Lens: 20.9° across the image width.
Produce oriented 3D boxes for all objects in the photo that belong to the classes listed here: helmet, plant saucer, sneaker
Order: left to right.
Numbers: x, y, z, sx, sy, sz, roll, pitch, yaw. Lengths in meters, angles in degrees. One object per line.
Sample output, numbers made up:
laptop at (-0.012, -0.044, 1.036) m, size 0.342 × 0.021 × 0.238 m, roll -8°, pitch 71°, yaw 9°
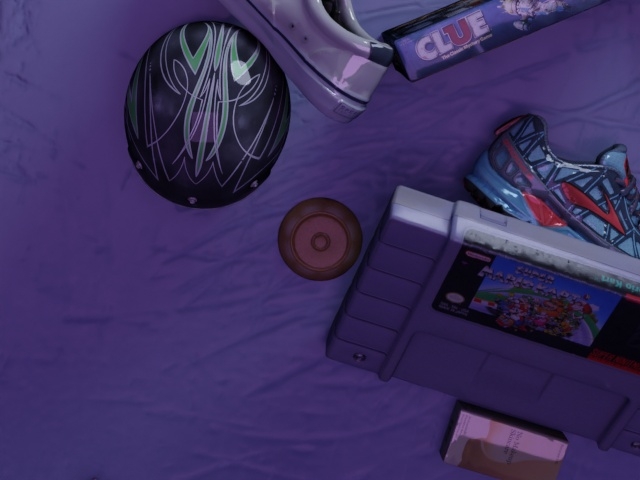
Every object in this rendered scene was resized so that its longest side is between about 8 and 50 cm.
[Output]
helmet at (-0.104, -0.117, 1.601) m, size 0.169 × 0.161 × 0.169 m, roll 0°, pitch 100°, yaw -2°
sneaker at (-0.024, -0.221, 1.583) m, size 0.091 × 0.094 × 0.258 m, roll -48°, pitch 68°, yaw 17°
plant saucer at (0.000, 0.000, 1.699) m, size 0.083 × 0.015 × 0.083 m, roll 0°, pitch 99°, yaw -2°
sneaker at (0.273, -0.029, 1.660) m, size 0.262 × 0.104 × 0.125 m, roll 32°, pitch 94°, yaw -8°

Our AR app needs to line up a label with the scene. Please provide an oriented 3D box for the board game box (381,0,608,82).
board game box at (0.180, -0.215, 1.594) m, size 0.243 × 0.165 × 0.042 m, roll -22°, pitch 99°, yaw 1°

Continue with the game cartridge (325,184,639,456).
game cartridge at (0.202, 0.085, 1.636) m, size 0.355 × 0.068 × 0.230 m, roll 18°, pitch 142°, yaw -4°

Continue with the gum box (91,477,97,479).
gum box at (-0.256, 0.332, 1.721) m, size 0.188 × 0.062 × 0.107 m, roll -38°, pitch 99°, yaw 5°

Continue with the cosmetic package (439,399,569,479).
cosmetic package at (0.182, 0.205, 1.726) m, size 0.115 × 0.041 × 0.060 m, roll 16°, pitch 98°, yaw -4°
